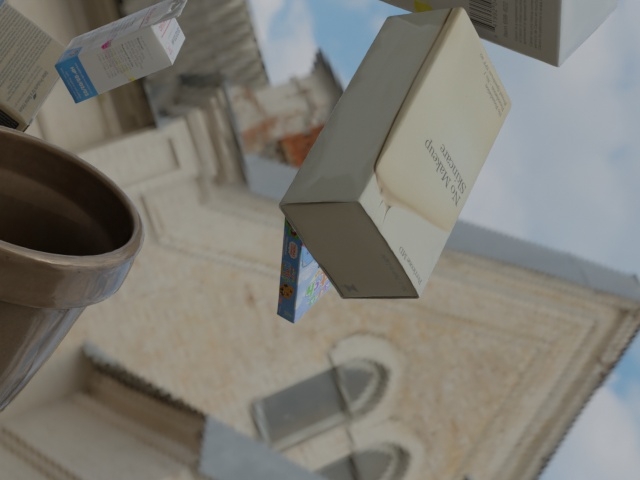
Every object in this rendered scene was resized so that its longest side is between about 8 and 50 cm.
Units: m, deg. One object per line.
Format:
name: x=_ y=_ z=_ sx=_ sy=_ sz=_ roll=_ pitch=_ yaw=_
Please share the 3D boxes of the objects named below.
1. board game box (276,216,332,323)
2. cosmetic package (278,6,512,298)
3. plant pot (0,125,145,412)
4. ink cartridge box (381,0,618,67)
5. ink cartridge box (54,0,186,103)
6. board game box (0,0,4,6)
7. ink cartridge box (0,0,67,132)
board game box: x=0.000 y=0.000 z=2.148 sx=0.039 sy=0.160 sz=0.211 roll=29 pitch=-41 yaw=21
cosmetic package: x=0.091 y=-0.099 z=1.623 sx=0.113 sy=0.309 sz=0.160 roll=-2 pitch=-43 yaw=36
plant pot: x=-0.327 y=0.041 z=1.395 sx=0.263 sy=0.263 sz=0.229 roll=44 pitch=-60 yaw=39
ink cartridge box: x=0.188 y=-0.431 z=1.879 sx=0.384 sy=0.160 sz=0.279 roll=26 pitch=-36 yaw=28
ink cartridge box: x=-0.242 y=-0.252 z=1.884 sx=0.104 sy=0.181 sz=0.061 roll=-80 pitch=147 yaw=-61
board game box: x=-0.280 y=-0.370 z=1.309 sx=0.318 sy=0.066 sz=0.319 roll=-37 pitch=-136 yaw=50
ink cartridge box: x=-0.500 y=-0.262 z=2.190 sx=0.193 sy=0.235 sz=0.088 roll=39 pitch=-58 yaw=-15
